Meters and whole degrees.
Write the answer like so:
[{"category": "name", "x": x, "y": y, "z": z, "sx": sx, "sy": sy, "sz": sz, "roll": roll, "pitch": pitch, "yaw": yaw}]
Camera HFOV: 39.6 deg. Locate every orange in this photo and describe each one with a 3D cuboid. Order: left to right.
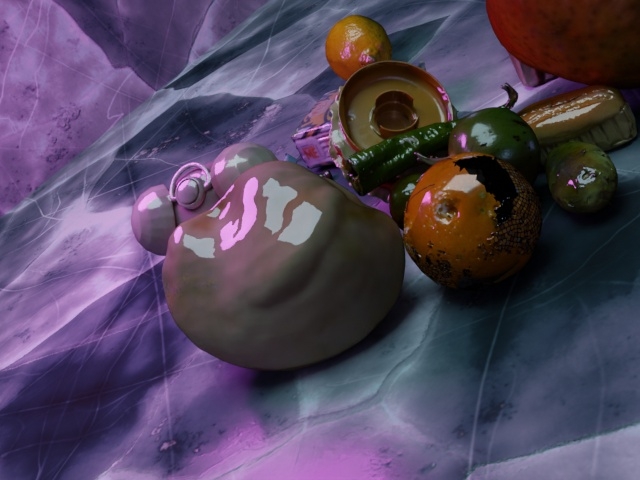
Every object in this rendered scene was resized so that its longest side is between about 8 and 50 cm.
[{"category": "orange", "x": 0.247, "y": -0.033, "z": 1.477, "sx": 0.234, "sy": 0.235, "sz": 0.182, "roll": -9, "pitch": -10, "yaw": 37}]

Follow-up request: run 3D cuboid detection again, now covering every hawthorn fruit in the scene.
[{"category": "hawthorn fruit", "x": 0.557, "y": -0.501, "z": 1.711, "sx": 0.471, "sy": 0.472, "sz": 0.472, "roll": -24, "pitch": 27, "yaw": 14}]

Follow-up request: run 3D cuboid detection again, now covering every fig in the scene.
[{"category": "fig", "x": 0.248, "y": -0.077, "z": 1.711, "sx": 0.236, "sy": 0.124, "sz": 0.124, "roll": -8, "pitch": 27, "yaw": -5}]

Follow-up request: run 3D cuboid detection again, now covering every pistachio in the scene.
[{"category": "pistachio", "x": -0.068, "y": 0.045, "z": 1.573, "sx": 0.445, "sy": 0.365, "sz": 0.281, "roll": -13, "pitch": -10, "yaw": 15}]

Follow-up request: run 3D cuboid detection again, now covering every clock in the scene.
[{"category": "clock", "x": -0.187, "y": -0.064, "z": 1.845, "sx": 0.342, "sy": 0.326, "sz": 0.184, "roll": -30, "pitch": 70, "yaw": 19}]

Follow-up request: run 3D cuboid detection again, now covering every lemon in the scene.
[{"category": "lemon", "x": 0.108, "y": -0.542, "z": 2.528, "sx": 0.188, "sy": 0.188, "sz": 0.257, "roll": -34, "pitch": 30, "yaw": -5}]

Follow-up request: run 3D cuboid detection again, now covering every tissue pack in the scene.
[{"category": "tissue pack", "x": 0.110, "y": -0.301, "z": 2.175, "sx": 0.310, "sy": 0.128, "sz": 0.228, "roll": -10, "pitch": 32, "yaw": 35}]

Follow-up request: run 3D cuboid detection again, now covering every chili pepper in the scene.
[{"category": "chili pepper", "x": 0.213, "y": -0.196, "z": 1.690, "sx": 0.359, "sy": 0.085, "sz": 0.076, "roll": -28, "pitch": 22, "yaw": -9}]

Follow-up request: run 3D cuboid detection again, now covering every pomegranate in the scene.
[{"category": "pomegranate", "x": 0.283, "y": -0.143, "z": 1.614, "sx": 0.224, "sy": 0.182, "sz": 0.181, "roll": -21, "pitch": 26, "yaw": -3}]

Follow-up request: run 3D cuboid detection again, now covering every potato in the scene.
[{"category": "potato", "x": 0.446, "y": -0.115, "z": 1.546, "sx": 0.117, "sy": 0.090, "sz": 0.225, "roll": -49, "pitch": 18, "yaw": 13}]

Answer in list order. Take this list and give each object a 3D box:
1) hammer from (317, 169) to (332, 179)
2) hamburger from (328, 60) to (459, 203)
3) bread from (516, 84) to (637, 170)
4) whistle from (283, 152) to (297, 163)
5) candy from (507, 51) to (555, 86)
[{"category": "hammer", "x": 0.009, "y": -0.082, "z": 2.027, "sx": 0.058, "sy": 0.029, "sz": 0.292, "roll": -28, "pitch": 29, "yaw": 11}, {"category": "hamburger", "x": 0.149, "y": -0.216, "z": 1.853, "sx": 0.274, "sy": 0.212, "sz": 0.275, "roll": 0, "pitch": 68, "yaw": 0}, {"category": "bread", "x": 0.470, "y": -0.219, "z": 1.687, "sx": 0.236, "sy": 0.106, "sz": 0.140, "roll": -16, "pitch": 28, "yaw": 26}, {"category": "whistle", "x": -0.115, "y": -0.103, "z": 2.120, "sx": 0.186, "sy": 0.093, "sz": 0.274, "roll": -48, "pitch": 14, "yaw": 30}, {"category": "candy", "x": 0.483, "y": -0.505, "z": 2.079, "sx": 0.135, "sy": 0.179, "sz": 0.321, "roll": -21, "pitch": 29, "yaw": 16}]
